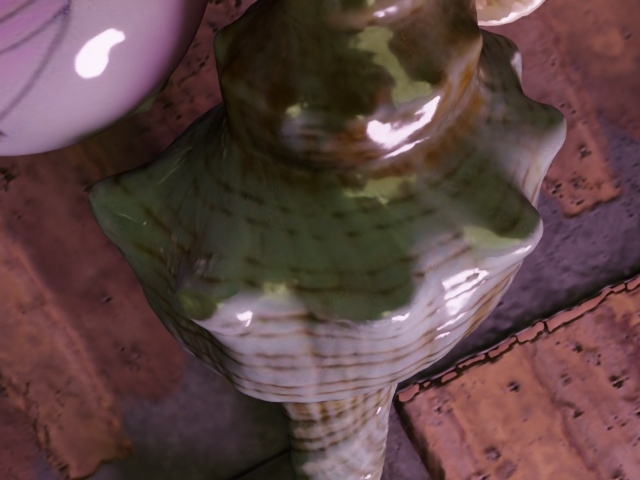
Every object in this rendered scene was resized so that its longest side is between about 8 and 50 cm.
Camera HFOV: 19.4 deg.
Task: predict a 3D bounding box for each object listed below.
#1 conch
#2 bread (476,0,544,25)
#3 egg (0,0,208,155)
[{"bbox_3d":[-0.004,0.005,0.851,0.203,0.169,0.386,18,119,12],"label":"conch"},{"bbox_3d":[0.064,-0.248,0.847,0.316,0.054,0.316,-1,109,-2],"label":"bread"},{"bbox_3d":[-0.163,-0.160,0.787,0.196,0.196,0.271,-33,115,8],"label":"egg"}]
